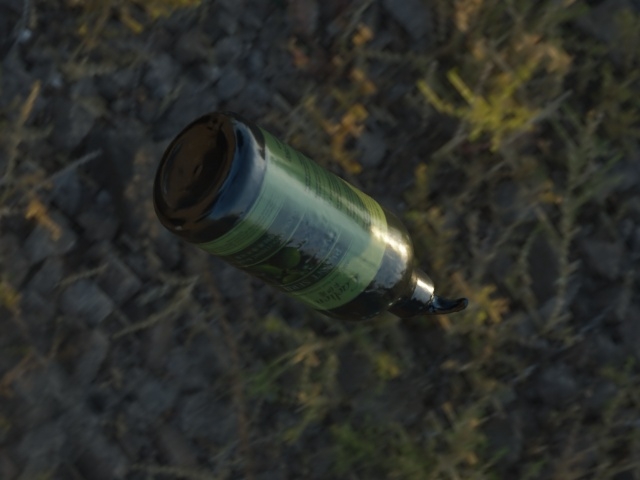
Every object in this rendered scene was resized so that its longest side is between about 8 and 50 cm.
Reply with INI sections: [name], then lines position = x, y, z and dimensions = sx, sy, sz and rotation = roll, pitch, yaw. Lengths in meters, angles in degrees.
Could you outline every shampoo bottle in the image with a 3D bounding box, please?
[shampoo bottle]
position = 0.000, 0.000, 1.451
dimensions = 0.284, 0.101, 0.101
rotation = 30, 58, -41
